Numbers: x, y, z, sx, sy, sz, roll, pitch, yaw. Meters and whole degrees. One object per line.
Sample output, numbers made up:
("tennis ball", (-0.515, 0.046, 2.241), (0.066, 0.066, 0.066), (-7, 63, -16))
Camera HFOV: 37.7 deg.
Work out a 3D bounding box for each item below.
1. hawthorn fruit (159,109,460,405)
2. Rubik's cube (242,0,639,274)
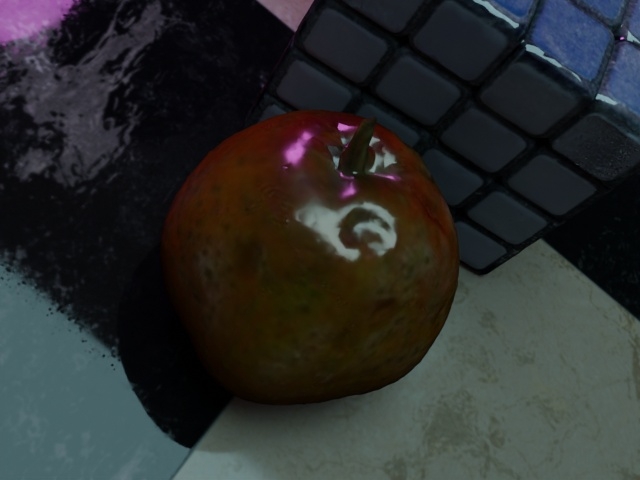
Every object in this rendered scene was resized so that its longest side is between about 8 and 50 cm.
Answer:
("hawthorn fruit", (0.000, 0.000, 0.843), (0.277, 0.298, 0.277), (12, 49, -14))
("Rubik's cube", (0.168, -0.223, 0.994), (0.337, 0.344, 0.344), (32, 59, -7))
